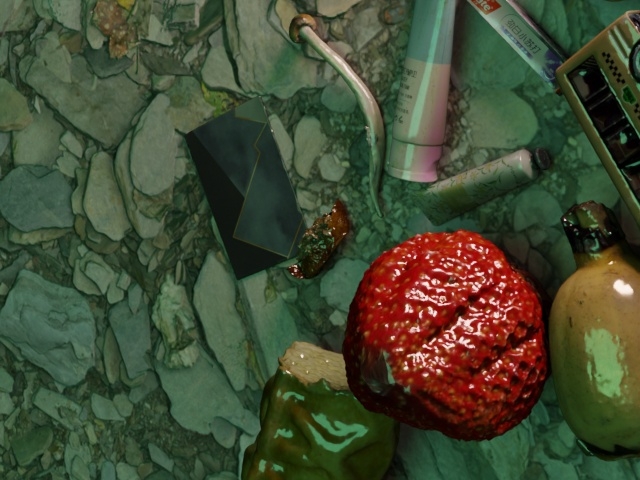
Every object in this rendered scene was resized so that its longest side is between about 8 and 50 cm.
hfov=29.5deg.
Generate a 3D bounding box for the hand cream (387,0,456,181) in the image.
[{"bbox_3d":[0.141,-0.235,1.572,0.111,0.070,0.312,-126,42,-69],"label":"hand cream"}]

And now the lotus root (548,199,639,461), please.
[{"bbox_3d":[0.348,0.104,1.418,0.183,0.183,0.309,-12,90,36],"label":"lotus root"}]

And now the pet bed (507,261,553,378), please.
[{"bbox_3d":[0.221,0.118,1.589,0.201,0.053,0.201,8,104,35],"label":"pet bed"}]

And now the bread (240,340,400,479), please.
[{"bbox_3d":[0.000,0.280,1.684,0.196,0.238,0.252,11,102,-6],"label":"bread"}]

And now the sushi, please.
[{"bbox_3d":[0.000,0.000,1.723,0.055,0.052,0.120,38,119,4],"label":"sushi"}]

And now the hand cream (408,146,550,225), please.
[{"bbox_3d":[0.206,-0.070,1.568,0.194,0.042,0.067,-25,125,35],"label":"hand cream"}]

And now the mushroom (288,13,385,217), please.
[{"bbox_3d":[0.041,-0.181,1.672,0.068,0.043,0.306,-36,78,52],"label":"mushroom"}]

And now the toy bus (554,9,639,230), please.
[{"bbox_3d":[0.396,-0.109,1.373,0.157,0.139,0.289,-36,76,38],"label":"toy bus"}]

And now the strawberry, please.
[{"bbox_3d":[0.136,0.114,1.442,0.250,0.288,0.238,-2,99,39],"label":"strawberry"}]

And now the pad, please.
[{"bbox_3d":[-0.108,-0.075,1.813,0.164,0.004,0.243,-23,85,35],"label":"pad"}]

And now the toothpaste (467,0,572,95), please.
[{"bbox_3d":[0.244,-0.262,1.512,0.196,0.040,0.047,50,120,18],"label":"toothpaste"}]
